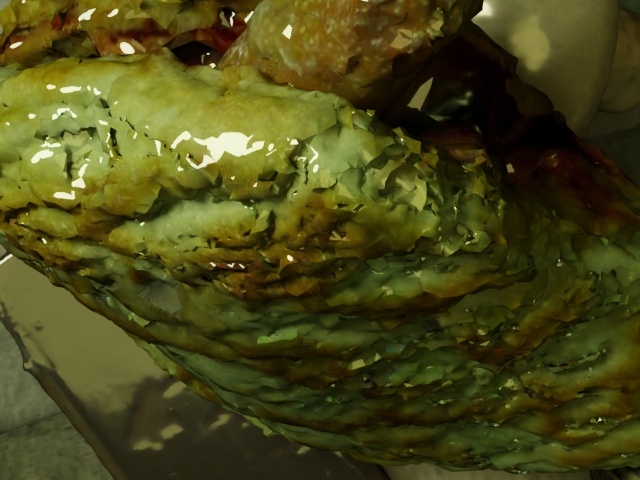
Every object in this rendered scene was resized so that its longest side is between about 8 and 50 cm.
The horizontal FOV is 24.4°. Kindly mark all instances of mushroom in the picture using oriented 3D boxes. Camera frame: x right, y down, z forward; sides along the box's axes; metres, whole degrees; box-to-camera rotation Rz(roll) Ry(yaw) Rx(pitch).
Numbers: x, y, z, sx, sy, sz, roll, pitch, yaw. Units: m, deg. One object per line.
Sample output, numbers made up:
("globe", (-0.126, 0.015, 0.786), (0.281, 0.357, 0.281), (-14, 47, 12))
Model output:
("mushroom", (0.114, -0.112, 0.907), (0.209, 0.206, 0.206), (36, 101, -22))

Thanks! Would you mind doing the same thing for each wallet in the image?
("wallet", (-0.090, 0.104, 1.032), (0.165, 0.042, 0.309), (-33, 104, 5))

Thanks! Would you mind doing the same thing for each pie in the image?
("pie", (0.002, 0.014, 0.824), (0.395, 0.180, 0.418), (-4, 143, 36))

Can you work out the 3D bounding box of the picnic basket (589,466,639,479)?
("picnic basket", (0.334, 0.166, 0.960), (0.313, 0.228, 0.175), (-13, 95, 1))
